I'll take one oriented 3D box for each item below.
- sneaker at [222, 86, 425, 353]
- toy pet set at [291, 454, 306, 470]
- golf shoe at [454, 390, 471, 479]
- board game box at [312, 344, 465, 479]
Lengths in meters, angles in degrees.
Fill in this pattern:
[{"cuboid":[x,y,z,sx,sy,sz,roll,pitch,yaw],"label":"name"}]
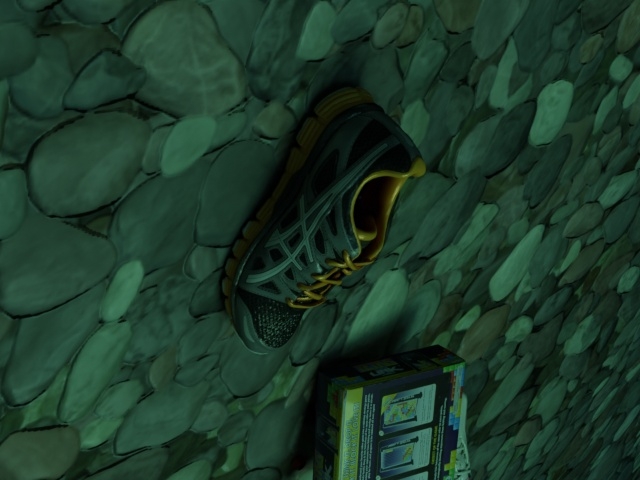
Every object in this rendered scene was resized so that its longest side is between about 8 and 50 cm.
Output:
[{"cuboid":[0.000,0.000,0.792,0.084,0.083,0.215,-10,132,-52],"label":"sneaker"},{"cuboid":[0.042,0.227,1.119,0.114,0.065,0.122,-44,150,-13],"label":"toy pet set"},{"cuboid":[0.146,0.239,1.260,0.067,0.086,0.186,-27,141,-34],"label":"golf shoe"},{"cuboid":[0.063,0.195,1.048,0.141,0.048,0.170,-8,111,-30],"label":"board game box"}]
